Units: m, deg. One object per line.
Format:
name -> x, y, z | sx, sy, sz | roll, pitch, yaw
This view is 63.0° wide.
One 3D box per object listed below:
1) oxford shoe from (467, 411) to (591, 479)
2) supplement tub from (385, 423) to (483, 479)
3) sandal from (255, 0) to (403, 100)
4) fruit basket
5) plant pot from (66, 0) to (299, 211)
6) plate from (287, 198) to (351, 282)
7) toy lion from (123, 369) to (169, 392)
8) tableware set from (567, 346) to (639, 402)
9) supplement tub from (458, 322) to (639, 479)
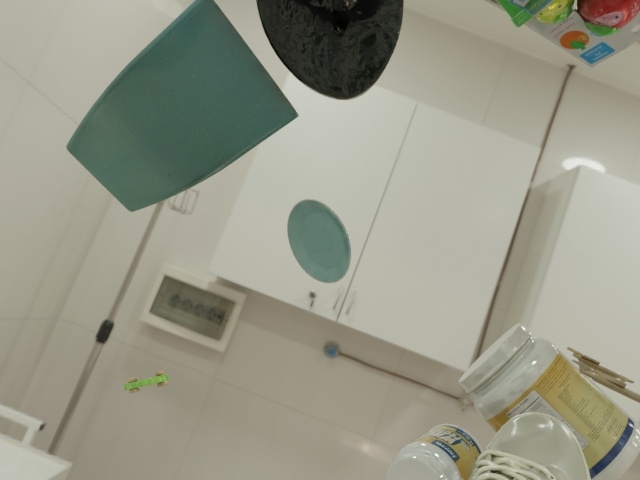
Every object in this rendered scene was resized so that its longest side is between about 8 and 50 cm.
oxford shoe -> 0.259, 0.355, 0.703 | 0.169, 0.130, 0.449 | -7, 13, 37
supplement tub -> 0.226, 0.455, 1.024 | 0.144, 0.144, 0.200 | 16, 7, 34
sandal -> 0.013, -0.376, 0.535 | 0.167, 0.446, 0.107 | 1, 9, -2
fruit basket -> 0.506, -0.474, 0.970 | 0.353, 0.165, 0.327 | 29, -21, -15
plant pot -> -0.181, -0.157, 0.651 | 0.165, 0.234, 0.166 | 50, 1, -25
plate -> 0.000, 0.000, 1.111 | 0.188, 0.188, 0.024 | 14, 28, 42
toy lion -> -0.376, 0.305, 1.124 | 0.100, 0.034, 0.096 | -13, -10, -5
tableware set -> 0.293, 0.137, 0.447 | 0.169, 0.020, 0.141 | 24, 0, 10
supplement tub -> 0.479, 0.356, 1.118 | 0.316, 0.228, 0.228 | 46, -1, 17
